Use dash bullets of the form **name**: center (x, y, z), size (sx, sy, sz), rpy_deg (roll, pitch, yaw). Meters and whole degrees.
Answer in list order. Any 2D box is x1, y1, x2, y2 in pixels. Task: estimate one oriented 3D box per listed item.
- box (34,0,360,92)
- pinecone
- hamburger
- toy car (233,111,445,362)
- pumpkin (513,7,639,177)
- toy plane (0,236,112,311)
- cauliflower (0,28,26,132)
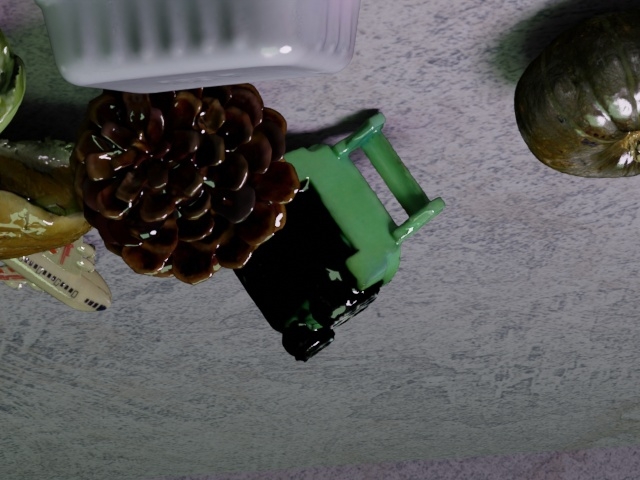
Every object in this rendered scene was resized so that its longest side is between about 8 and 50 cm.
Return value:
- **box**: center (-0.104, -0.196, 1.303), size (0.337, 0.106, 0.264), rpy_deg (-4, 180, 23)
- **pinecone**: center (-0.150, -0.073, 1.523), size (0.246, 0.246, 0.292), rpy_deg (-6, 176, 7)
- **hamburger**: center (-0.386, -0.039, 1.678), size (0.285, 0.134, 0.265), rpy_deg (-2, 171, -3)
- **toy car**: center (0.000, 0.000, 1.814), size (0.176, 0.213, 0.358), rpy_deg (-32, 170, -23)
- **pumpkin**: center (0.318, -0.151, 1.545), size (0.224, 0.157, 0.223), rpy_deg (-13, 155, -6)
- **toy plane**: center (-0.374, 0.025, 1.930), size (0.242, 0.104, 0.256), rpy_deg (-23, 150, 32)
- **cauliflower**: center (-0.415, -0.104, 1.414), size (0.256, 0.315, 0.239), rpy_deg (8, 167, 39)
